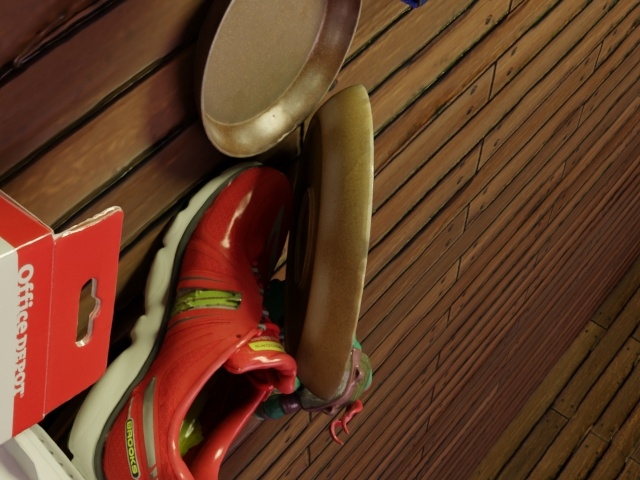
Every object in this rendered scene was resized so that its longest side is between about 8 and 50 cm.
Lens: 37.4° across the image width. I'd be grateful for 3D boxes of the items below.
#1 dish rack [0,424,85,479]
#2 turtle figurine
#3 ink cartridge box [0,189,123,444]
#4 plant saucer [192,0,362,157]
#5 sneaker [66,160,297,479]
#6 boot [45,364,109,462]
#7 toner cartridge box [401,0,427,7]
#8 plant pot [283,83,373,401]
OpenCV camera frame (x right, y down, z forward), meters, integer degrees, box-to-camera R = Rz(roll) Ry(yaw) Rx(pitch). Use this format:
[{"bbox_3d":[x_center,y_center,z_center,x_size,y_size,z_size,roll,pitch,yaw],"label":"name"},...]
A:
[{"bbox_3d":[-0.201,0.233,0.449,0.333,0.285,0.072,-30,162,-46],"label":"dish rack"},{"bbox_3d":[-0.009,0.112,0.914,0.175,0.118,0.234,-61,150,0],"label":"turtle figurine"},{"bbox_3d":[-0.212,0.055,0.468,0.231,0.078,0.134,-30,144,-47],"label":"ink cartridge box"},{"bbox_3d":[-0.032,-0.137,0.645,0.168,0.029,0.168,-43,153,-28],"label":"plant saucer"},{"bbox_3d":[-0.062,0.068,0.664,0.107,0.118,0.279,53,50,-47],"label":"sneaker"},{"bbox_3d":[-0.158,0.183,0.700,0.305,0.115,0.112,-44,152,-31],"label":"boot"},{"bbox_3d":[0.001,-0.272,0.361,0.075,0.165,0.348,-47,156,-25],"label":"toner cartridge box"},{"bbox_3d":[0.000,0.000,0.705,0.236,0.032,0.236,-175,-90,-82],"label":"plant pot"}]
